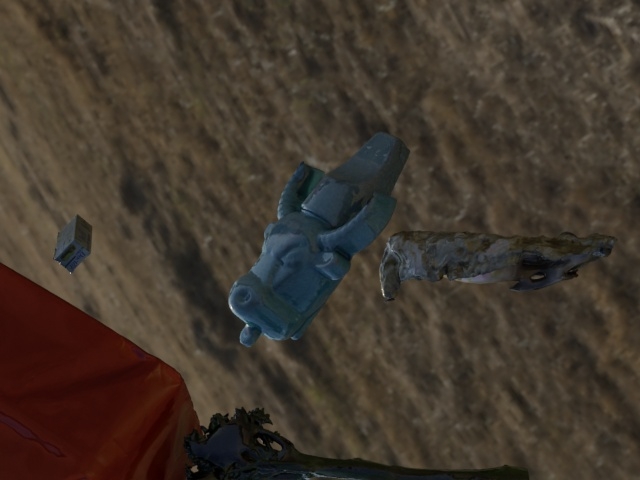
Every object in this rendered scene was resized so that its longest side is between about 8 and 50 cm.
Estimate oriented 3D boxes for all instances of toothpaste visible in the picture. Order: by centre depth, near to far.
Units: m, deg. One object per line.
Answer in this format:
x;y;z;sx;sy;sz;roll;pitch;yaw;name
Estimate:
-0.367;0.003;1.724;0.034;0.046;0.164;43;-177;-17;toothpaste

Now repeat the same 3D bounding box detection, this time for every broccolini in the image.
0.024;0.167;0.855;0.057;0.254;0.071;-77;-11;-63;broccolini

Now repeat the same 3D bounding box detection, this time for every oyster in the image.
0.150;0.008;0.977;0.106;0.200;0.061;86;-179;-75;oyster

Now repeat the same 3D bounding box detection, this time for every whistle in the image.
0.000;0.000;1.235;0.093;0.274;0.186;39;173;-29;whistle

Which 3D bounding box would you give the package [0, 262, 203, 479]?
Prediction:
-0.301;0.107;0.888;0.424;0.196;0.123;31;146;10;package
